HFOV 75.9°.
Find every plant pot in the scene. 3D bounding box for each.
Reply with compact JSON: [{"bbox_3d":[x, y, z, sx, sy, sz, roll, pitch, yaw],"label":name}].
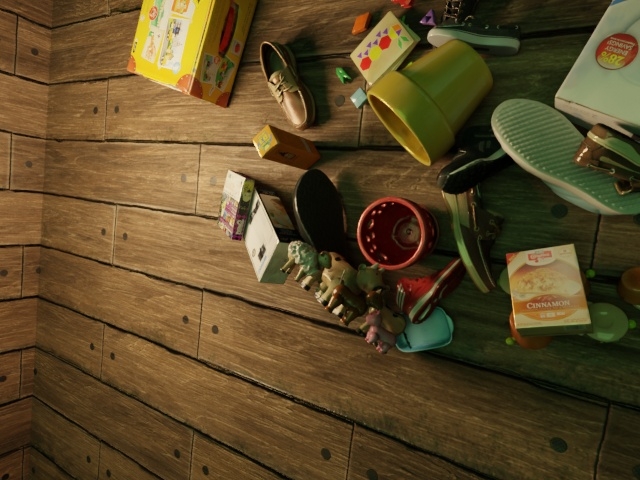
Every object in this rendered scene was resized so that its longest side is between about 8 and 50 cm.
[{"bbox_3d":[0.287,-0.362,1.044,0.239,0.254,0.254,-42,70,9],"label":"plant pot"},{"bbox_3d":[0.218,-0.019,1.118,0.191,0.174,0.191,1,91,30],"label":"plant pot"}]

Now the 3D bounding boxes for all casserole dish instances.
[{"bbox_3d":[0.287,0.250,1.164,0.188,0.037,0.114,-19,81,28],"label":"casserole dish"}]

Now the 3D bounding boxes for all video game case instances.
[{"bbox_3d":[-0.300,-0.129,1.433,0.232,0.041,0.210,31,108,60],"label":"video game case"}]

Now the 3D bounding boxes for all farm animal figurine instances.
[{"bbox_3d":[0.095,0.130,1.077,0.326,0.330,0.172,36,84,34],"label":"farm animal figurine"}]

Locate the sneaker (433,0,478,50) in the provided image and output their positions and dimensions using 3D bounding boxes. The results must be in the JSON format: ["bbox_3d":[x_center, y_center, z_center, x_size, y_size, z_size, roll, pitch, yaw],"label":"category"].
[{"bbox_3d":[0.344,-0.602,1.065,0.083,0.118,0.222,30,106,26],"label":"sneaker"}]

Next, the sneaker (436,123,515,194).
[{"bbox_3d":[0.369,-0.211,1.004,0.124,0.283,0.107,53,155,24],"label":"sneaker"}]

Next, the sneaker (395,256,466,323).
[{"bbox_3d":[0.289,0.110,1.132,0.221,0.087,0.128,-47,46,0],"label":"sneaker"}]

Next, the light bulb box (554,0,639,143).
[{"bbox_3d":[0.719,-0.352,0.789,0.358,0.225,0.361,33,106,26],"label":"light bulb box"}]

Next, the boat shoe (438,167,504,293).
[{"bbox_3d":[0.403,-0.042,1.043,0.123,0.123,0.342,-18,73,25],"label":"boat shoe"}]

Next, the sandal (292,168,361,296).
[{"bbox_3d":[-0.002,0.002,1.266,0.107,0.167,0.446,-21,81,53],"label":"sandal"}]

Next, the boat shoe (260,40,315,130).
[{"bbox_3d":[-0.120,-0.505,1.340,0.123,0.116,0.324,-30,76,27],"label":"boat shoe"}]

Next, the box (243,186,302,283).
[{"bbox_3d":[-0.167,-0.019,1.314,0.169,0.087,0.290,-61,38,30],"label":"box"}]

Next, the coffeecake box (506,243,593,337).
[{"bbox_3d":[0.506,0.113,0.918,0.142,0.068,0.186,-12,55,30],"label":"coffeecake box"}]

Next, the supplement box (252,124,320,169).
[{"bbox_3d":[-0.098,-0.282,1.264,0.078,0.233,0.080,-35,74,26],"label":"supplement box"}]

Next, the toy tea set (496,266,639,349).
[{"bbox_3d":[0.595,0.159,0.960,0.336,0.124,0.200,-4,59,34],"label":"toy tea set"}]

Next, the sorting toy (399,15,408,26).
[{"bbox_3d":[0.226,-0.609,1.195,0.062,0.012,0.083,4,93,31],"label":"sorting toy"}]

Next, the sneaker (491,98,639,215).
[{"bbox_3d":[0.532,-0.170,0.928,0.366,0.150,0.135,42,92,10],"label":"sneaker"}]

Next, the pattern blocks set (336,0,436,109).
[{"bbox_3d":[0.186,-0.559,1.198,0.324,0.026,0.285,-31,71,33],"label":"pattern blocks set"}]

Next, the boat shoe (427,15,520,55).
[{"bbox_3d":[0.390,-0.525,1.035,0.228,0.080,0.076,11,92,9],"label":"boat shoe"}]

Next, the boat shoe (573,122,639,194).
[{"bbox_3d":[0.620,-0.132,0.802,0.257,0.095,0.095,28,124,2],"label":"boat shoe"}]

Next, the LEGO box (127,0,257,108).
[{"bbox_3d":[-0.458,-0.792,1.488,0.372,0.193,0.500,27,104,27],"label":"LEGO box"}]
